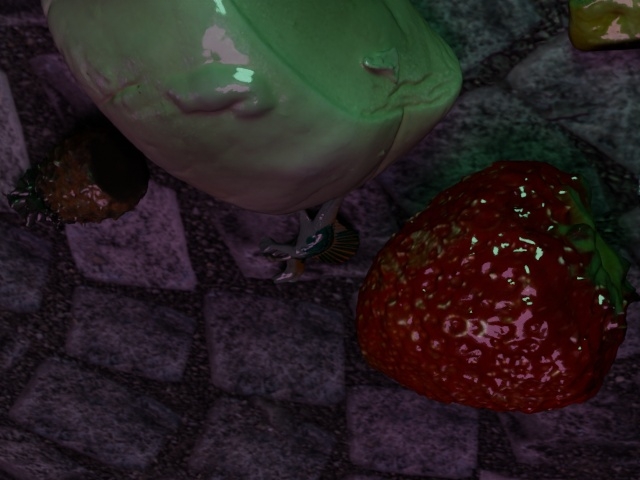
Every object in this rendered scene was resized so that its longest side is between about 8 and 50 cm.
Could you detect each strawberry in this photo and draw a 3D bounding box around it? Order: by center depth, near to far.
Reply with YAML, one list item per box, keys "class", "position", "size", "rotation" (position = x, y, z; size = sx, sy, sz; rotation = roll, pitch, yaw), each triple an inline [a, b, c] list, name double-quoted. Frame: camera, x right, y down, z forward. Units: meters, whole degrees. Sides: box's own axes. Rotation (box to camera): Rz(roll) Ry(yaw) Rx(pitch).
- class: "strawberry"
  position: [0.169, 0.064, 1.715]
  size: [0.277, 0.257, 0.257]
  rotation: [-24, 127, 21]

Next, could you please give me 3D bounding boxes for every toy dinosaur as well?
- class: "toy dinosaur"
  position: [0.000, -0.003, 1.847]
  size: [0.187, 0.044, 0.106]
  rotation: [-33, 135, 25]

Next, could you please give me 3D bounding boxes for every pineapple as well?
- class: "pineapple"
  position: [-0.269, -0.059, 1.817]
  size: [0.198, 0.108, 0.108]
  rotation: [-15, 132, 46]

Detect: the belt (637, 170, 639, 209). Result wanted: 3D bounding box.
- class: "belt"
  position: [0.408, 0.031, 1.652]
  size: [0.160, 0.207, 0.295]
  rotation: [0, 121, 21]

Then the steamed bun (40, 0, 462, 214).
- class: "steamed bun"
  position: [-0.069, -0.161, 1.543]
  size: [0.247, 0.236, 0.383]
  rotation: [-28, 123, 38]

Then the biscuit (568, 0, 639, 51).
- class: "biscuit"
  position: [0.304, -0.238, 1.508]
  size: [0.174, 0.039, 0.183]
  rotation: [4, 137, 14]
